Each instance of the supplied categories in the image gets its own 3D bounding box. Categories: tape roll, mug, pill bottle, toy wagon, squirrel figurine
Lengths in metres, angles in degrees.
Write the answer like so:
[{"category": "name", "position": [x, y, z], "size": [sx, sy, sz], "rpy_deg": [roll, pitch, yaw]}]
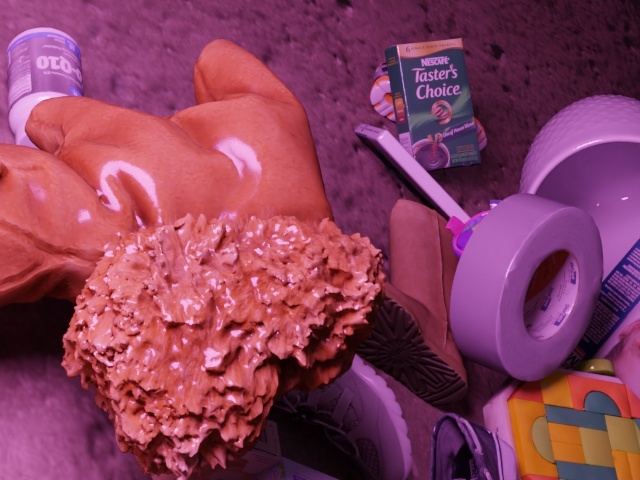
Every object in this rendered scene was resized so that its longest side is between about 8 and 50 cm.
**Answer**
[{"category": "tape roll", "position": [0.252, 0.057, 1.748], "size": [0.072, 0.219, 0.219], "rpy_deg": [21, 8, 40]}, {"category": "mug", "position": [0.466, -0.043, 2.216], "size": [0.374, 0.276, 0.328], "rpy_deg": [55, 18, -16]}, {"category": "pill bottle", "position": [-0.280, -0.144, 1.478], "size": [0.078, 0.078, 0.137], "rpy_deg": [25, 40, -39]}, {"category": "toy wagon", "position": [0.359, 0.273, 1.839], "size": [0.344, 0.068, 0.267], "rpy_deg": [12, 56, -29]}, {"category": "squirrel figurine", "position": [-0.161, 0.010, 1.230], "size": [0.370, 0.281, 0.397], "rpy_deg": [1, 32, -45]}]

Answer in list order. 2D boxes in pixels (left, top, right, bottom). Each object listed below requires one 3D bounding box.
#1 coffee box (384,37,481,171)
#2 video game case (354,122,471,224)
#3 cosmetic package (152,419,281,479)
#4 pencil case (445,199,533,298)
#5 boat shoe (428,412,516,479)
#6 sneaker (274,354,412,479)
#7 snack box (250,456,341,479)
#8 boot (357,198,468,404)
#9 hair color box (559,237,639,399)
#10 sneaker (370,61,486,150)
[{"category": "coffee box", "position": [0.159, -0.191, 2.051], "size": [0.113, 0.040, 0.184], "rpy_deg": [-8, 90, -25]}, {"category": "video game case", "position": [0.130, -0.081, 1.942], "size": [0.190, 0.022, 0.173], "rpy_deg": [45, -1, -12]}, {"category": "cosmetic package", "position": [-0.096, 0.202, 1.328], "size": [0.060, 0.115, 0.041], "rpy_deg": [24, 41, -38]}, {"category": "pencil case", "position": [0.241, 0.062, 1.874], "size": [0.104, 0.104, 0.236], "rpy_deg": [-86, 158, -49]}, {"category": "boat shoe", "position": [0.163, 0.305, 1.585], "size": [0.102, 0.108, 0.301], "rpy_deg": [39, 30, -22]}, {"category": "sneaker", "position": [-0.013, 0.158, 1.540], "size": [0.115, 0.105, 0.281], "rpy_deg": [-36, 91, -30]}, {"category": "snack box", "position": [-0.018, 0.263, 1.385], "size": [0.141, 0.100, 0.037], "rpy_deg": [28, 38, -36]}, {"category": "boot", "position": [0.100, 0.046, 1.798], "size": [0.236, 0.089, 0.269], "rpy_deg": [49, 29, -33]}, {"category": "hair color box", "position": [0.486, 0.094, 2.001], "size": [0.174, 0.347, 0.105], "rpy_deg": [36, 7, -25]}, {"category": "sneaker", "position": [0.163, -0.196, 2.136], "size": [0.215, 0.084, 0.083], "rpy_deg": [33, 30, -28]}]
